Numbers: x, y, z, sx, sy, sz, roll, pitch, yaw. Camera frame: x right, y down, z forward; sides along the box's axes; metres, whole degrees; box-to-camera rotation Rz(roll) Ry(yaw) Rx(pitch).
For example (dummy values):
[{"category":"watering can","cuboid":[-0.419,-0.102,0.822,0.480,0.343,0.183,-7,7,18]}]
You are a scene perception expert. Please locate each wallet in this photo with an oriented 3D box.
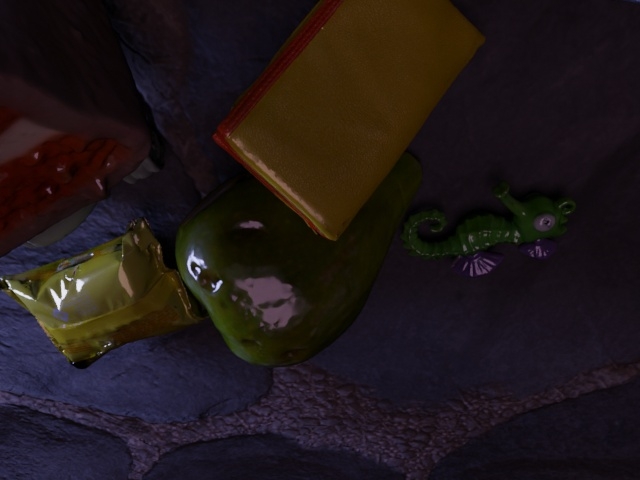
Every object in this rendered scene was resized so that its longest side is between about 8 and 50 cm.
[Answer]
[{"category":"wallet","cuboid":[0.025,-0.134,0.509,0.141,0.067,0.241,41,77,-17]}]

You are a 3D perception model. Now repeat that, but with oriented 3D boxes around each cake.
[{"category":"cake","cuboid":[-0.319,-0.113,0.442,0.309,0.237,0.230,-26,74,17]}]

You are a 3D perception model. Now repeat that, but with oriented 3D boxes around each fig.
[{"category":"fig","cuboid":[0.000,0.000,0.606,0.275,0.206,0.206,-30,119,-7]}]

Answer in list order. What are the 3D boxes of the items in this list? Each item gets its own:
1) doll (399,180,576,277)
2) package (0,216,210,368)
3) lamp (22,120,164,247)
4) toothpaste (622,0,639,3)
[{"category":"doll","cuboid":[0.184,-0.013,0.650,0.190,0.050,0.115,-14,125,13]},{"category":"package","cuboid":[-0.247,0.069,0.692,0.226,0.090,0.168,-18,123,16]},{"category":"lamp","cuboid":[-0.257,-0.063,0.604,0.193,0.106,0.106,-24,119,8]},{"category":"toothpaste","cuboid":[0.209,-0.190,0.387,0.114,0.299,0.073,-2,122,2]}]
